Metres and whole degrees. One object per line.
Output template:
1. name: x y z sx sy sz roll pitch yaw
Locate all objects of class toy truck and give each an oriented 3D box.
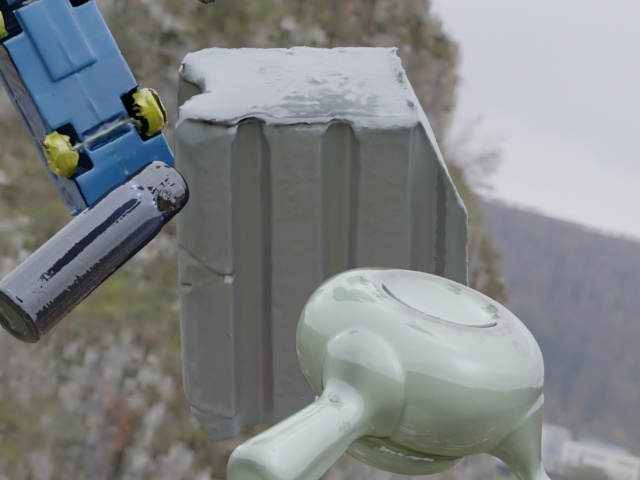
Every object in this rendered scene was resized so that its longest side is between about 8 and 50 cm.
1. toy truck: -0.318 -0.213 2.199 0.161 0.385 0.162 -30 7 -16

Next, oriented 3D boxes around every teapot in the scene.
1. teapot: 0.036 0.115 1.425 0.318 0.149 0.220 4 21 -35

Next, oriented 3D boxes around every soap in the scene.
1. soap: 0.000 0.000 2.130 0.350 0.435 0.213 -3 30 0

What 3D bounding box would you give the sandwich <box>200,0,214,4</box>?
1. sandwich: -0.107 -0.320 1.602 0.186 0.108 0.220 44 -17 -17

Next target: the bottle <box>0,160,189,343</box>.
1. bottle: -0.237 0.007 1.862 0.082 0.244 0.072 3 -51 49
